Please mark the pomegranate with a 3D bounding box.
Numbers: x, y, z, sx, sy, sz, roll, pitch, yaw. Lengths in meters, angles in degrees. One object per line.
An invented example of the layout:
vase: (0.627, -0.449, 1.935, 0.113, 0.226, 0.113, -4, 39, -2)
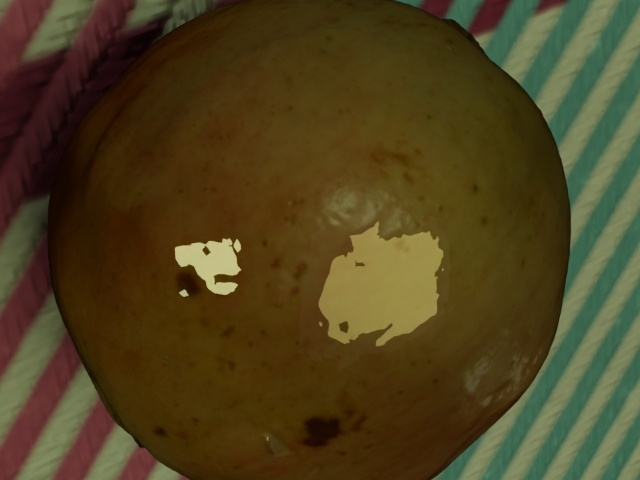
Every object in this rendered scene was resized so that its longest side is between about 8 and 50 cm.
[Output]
pomegranate: (0.000, 0.004, 0.488, 0.191, 0.191, 0.191, -15, 118, -30)
